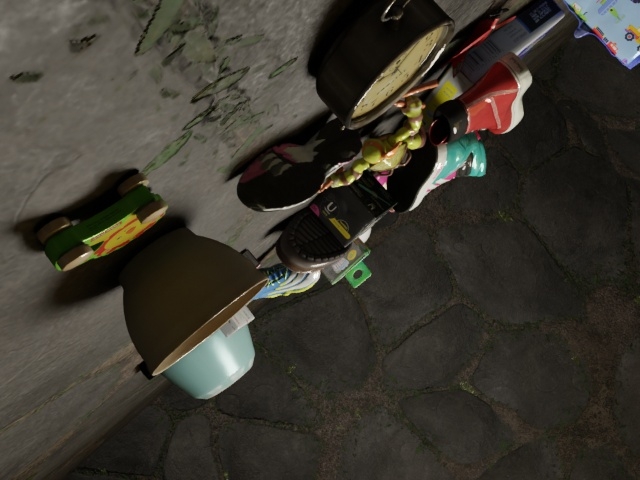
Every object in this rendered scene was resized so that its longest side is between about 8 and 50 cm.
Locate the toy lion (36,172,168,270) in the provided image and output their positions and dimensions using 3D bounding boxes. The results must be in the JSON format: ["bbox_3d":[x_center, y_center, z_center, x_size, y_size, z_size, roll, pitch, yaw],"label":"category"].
[{"bbox_3d":[-0.164,-0.008,0.393,0.100,0.034,0.096,-38,-178,-30],"label":"toy lion"}]

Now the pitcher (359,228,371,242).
[{"bbox_3d":[0.078,-0.044,1.609,0.178,0.125,0.207,-20,163,-4],"label":"pitcher"}]

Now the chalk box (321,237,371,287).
[{"bbox_3d":[0.054,0.035,1.432,0.132,0.213,0.132,-42,175,11],"label":"chalk box"}]

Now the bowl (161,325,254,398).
[{"bbox_3d":[-0.326,0.368,1.545,0.311,0.163,0.311,-35,-179,1],"label":"bowl"}]

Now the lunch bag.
[{"bbox_3d":[0.554,-0.453,0.850,0.138,0.221,0.293,-38,175,-34],"label":"lunch bag"}]

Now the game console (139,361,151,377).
[{"bbox_3d":[-0.345,0.244,1.218,0.213,0.044,0.361,-39,175,-25],"label":"game console"}]

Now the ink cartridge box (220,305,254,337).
[{"bbox_3d":[-0.247,0.210,1.396,0.052,0.088,0.122,-39,176,11],"label":"ink cartridge box"}]

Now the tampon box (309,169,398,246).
[{"bbox_3d":[0.075,-0.079,1.103,0.101,0.120,0.161,-44,174,29],"label":"tampon box"}]

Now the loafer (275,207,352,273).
[{"bbox_3d":[0.000,0.000,1.149,0.130,0.134,0.366,-44,175,29],"label":"loafer"}]

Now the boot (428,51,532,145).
[{"bbox_3d":[0.276,-0.221,0.911,0.176,0.088,0.244,-36,165,9],"label":"boot"}]

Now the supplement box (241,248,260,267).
[{"bbox_3d":[-0.163,0.062,0.971,0.083,0.043,0.055,-38,175,-19],"label":"supplement box"}]

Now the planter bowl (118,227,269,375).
[{"bbox_3d":[-0.154,0.056,0.562,0.162,0.109,0.162,-41,175,-4],"label":"planter bowl"}]

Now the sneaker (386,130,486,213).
[{"bbox_3d":[0.263,-0.161,1.098,0.178,0.123,0.295,-16,166,-16],"label":"sneaker"}]

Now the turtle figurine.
[{"bbox_3d":[0.125,-0.168,0.872,0.269,0.087,0.217,-43,175,28],"label":"turtle figurine"}]

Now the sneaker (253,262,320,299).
[{"bbox_3d":[-0.116,0.103,1.198,0.240,0.091,0.126,-21,180,37],"label":"sneaker"}]

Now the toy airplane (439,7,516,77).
[{"bbox_3d":[0.247,-0.320,0.808,0.151,0.028,0.151,-39,175,-4],"label":"toy airplane"}]

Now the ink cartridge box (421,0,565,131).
[{"bbox_3d":[0.323,-0.336,1.070,0.303,0.072,0.307,-40,178,-22],"label":"ink cartridge box"}]

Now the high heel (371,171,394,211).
[{"bbox_3d":[0.185,-0.140,1.448,0.082,0.117,0.244,-40,176,-4],"label":"high heel"}]

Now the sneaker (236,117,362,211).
[{"bbox_3d":[-0.026,-0.080,0.603,0.178,0.072,0.077,-31,-178,-33],"label":"sneaker"}]

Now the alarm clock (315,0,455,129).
[{"bbox_3d":[0.056,-0.169,0.437,0.129,0.064,0.192,-40,178,-5],"label":"alarm clock"}]
